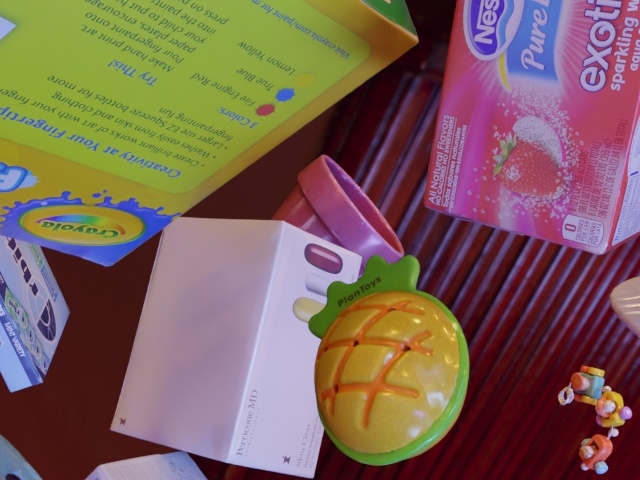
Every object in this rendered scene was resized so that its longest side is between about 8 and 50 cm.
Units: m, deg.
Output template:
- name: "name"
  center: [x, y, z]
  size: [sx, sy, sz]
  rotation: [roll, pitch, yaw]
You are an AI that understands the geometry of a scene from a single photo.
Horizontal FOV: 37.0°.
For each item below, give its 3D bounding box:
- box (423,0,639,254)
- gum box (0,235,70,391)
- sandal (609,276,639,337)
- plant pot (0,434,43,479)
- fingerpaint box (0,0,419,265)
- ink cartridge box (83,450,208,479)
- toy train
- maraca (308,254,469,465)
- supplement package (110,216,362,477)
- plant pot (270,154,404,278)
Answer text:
- name: "box"
  center: [0.160, -0.135, 0.578]
  size: [0.122, 0.257, 0.128]
  rotation: [17, 19, 30]
- name: "gum box"
  center: [-0.346, 0.058, 1.083]
  size: [0.041, 0.157, 0.184]
  rotation: [-18, 21, 1]
- name: "sandal"
  center: [0.422, 0.132, 1.052]
  size: [0.102, 0.076, 0.265]
  rotation: [-27, 36, -5]
- name: "plant pot"
  center: [-0.299, 0.250, 0.451]
  size: [0.341, 0.334, 0.341]
  rotation: [51, 15, -20]
- name: "fingerpaint box"
  center: [-0.217, -0.175, 0.662]
  size: [0.444, 0.371, 0.163]
  rotation: [19, 47, -47]
- name: "ink cartridge box"
  center: [-0.153, 0.288, 0.983]
  size: [0.145, 0.045, 0.179]
  rotation: [48, 8, 19]
- name: "toy train"
  center: [0.415, 0.272, 1.493]
  size: [0.046, 0.125, 0.166]
  rotation: [18, 33, -28]
- name: "maraca"
  center: [0.046, 0.085, 0.721]
  size: [0.099, 0.127, 0.186]
  rotation: [48, 16, -40]
- name: "supplement package"
  center: [-0.096, 0.118, 1.101]
  size: [0.204, 0.262, 0.145]
  rotation: [3, -14, 42]
- name: "plant pot"
  center: [0.000, 0.000, 1.477]
  size: [0.201, 0.180, 0.201]
  rotation: [48, 11, -12]
